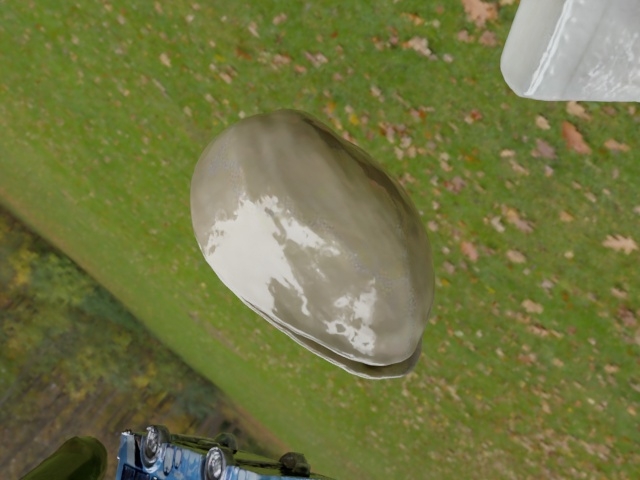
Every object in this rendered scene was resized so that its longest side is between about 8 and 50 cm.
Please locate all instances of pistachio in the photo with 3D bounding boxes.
[{"bbox_3d":[0.000,0.000,0.896,0.332,0.226,0.208,50,152,13],"label":"pistachio"}]

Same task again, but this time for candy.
[{"bbox_3d":[0.405,-0.372,1.184,0.145,0.207,0.359,-112,29,-52],"label":"candy"}]

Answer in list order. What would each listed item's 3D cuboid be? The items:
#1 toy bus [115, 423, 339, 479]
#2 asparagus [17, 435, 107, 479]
[{"bbox_3d":[-0.108,0.258,0.828,0.106,0.131,0.297,16,169,-33],"label":"toy bus"},{"bbox_3d":[-0.281,0.256,0.809,0.060,0.067,0.277,50,-172,2],"label":"asparagus"}]
